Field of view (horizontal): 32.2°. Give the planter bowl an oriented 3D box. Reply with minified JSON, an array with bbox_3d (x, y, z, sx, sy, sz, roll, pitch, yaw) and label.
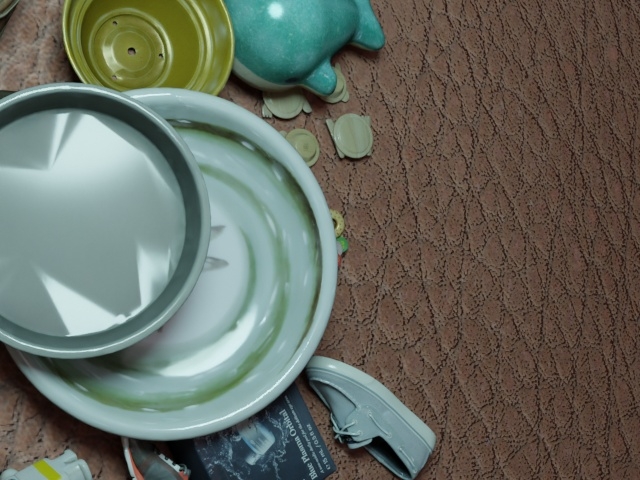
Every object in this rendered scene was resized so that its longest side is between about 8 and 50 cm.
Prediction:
[{"bbox_3d":[-0.222,-0.244,1.370,0.217,0.090,0.217,3,83,-26],"label":"planter bowl"}]

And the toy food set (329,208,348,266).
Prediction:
[{"bbox_3d":[0.000,0.000,1.501,0.083,0.020,0.083,-7,85,-32],"label":"toy food set"}]

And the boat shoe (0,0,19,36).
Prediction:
[{"bbox_3d":[-0.364,-0.364,1.294,0.123,0.116,0.324,21,71,-26],"label":"boat shoe"}]

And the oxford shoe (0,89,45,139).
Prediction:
[{"bbox_3d":[-0.308,-0.132,1.303,0.227,0.096,0.083,22,103,-47],"label":"oxford shoe"}]

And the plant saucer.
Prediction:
[{"bbox_3d":[-0.182,0.028,1.292,0.400,0.100,0.401,1,86,-15],"label":"plant saucer"}]

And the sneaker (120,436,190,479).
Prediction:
[{"bbox_3d":[-0.188,0.270,1.305,0.065,0.061,0.158,-22,105,-8],"label":"sneaker"}]

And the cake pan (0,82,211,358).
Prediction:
[{"bbox_3d":[-0.266,-0.020,1.192,0.293,0.054,0.293,1,86,-16],"label":"cake pan"}]

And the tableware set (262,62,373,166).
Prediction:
[{"bbox_3d":[-0.004,-0.171,1.532,0.168,0.020,0.141,-16,88,-31],"label":"tableware set"}]

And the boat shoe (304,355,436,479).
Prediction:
[{"bbox_3d":[0.060,0.238,1.457,0.227,0.079,0.081,40,59,-22],"label":"boat shoe"}]

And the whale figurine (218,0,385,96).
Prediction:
[{"bbox_3d":[-0.014,-0.300,1.474,0.272,0.141,0.216,-12,77,-37],"label":"whale figurine"}]

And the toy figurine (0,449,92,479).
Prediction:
[{"bbox_3d":[-0.290,0.342,1.142,0.148,0.209,0.213,-26,77,-34],"label":"toy figurine"}]

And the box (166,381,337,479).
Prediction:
[{"bbox_3d":[-0.089,0.254,1.357,0.158,0.093,0.156,-29,96,-30],"label":"box"}]
